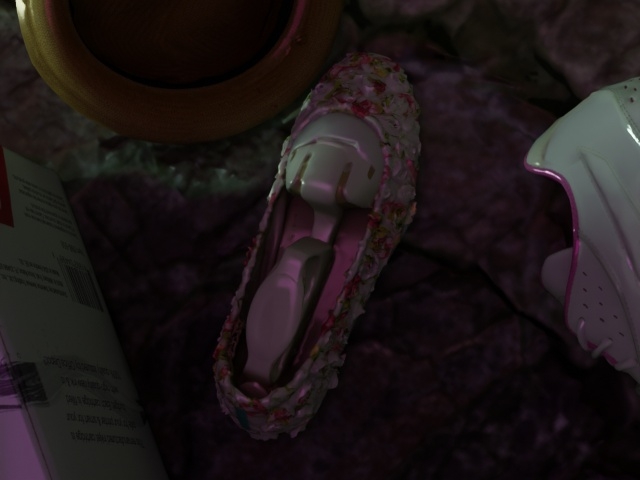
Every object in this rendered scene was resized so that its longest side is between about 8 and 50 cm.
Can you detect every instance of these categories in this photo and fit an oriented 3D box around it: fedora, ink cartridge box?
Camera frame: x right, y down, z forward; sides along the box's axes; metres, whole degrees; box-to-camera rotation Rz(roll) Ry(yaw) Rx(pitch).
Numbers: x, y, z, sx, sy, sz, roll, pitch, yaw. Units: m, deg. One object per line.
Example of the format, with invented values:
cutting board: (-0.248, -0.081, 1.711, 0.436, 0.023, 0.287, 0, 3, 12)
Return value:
fedora: (-0.086, -0.148, 1.029, 0.194, 0.079, 0.194, -1, 95, -16)
ink cartridge box: (-0.183, 0.088, 0.966, 0.114, 0.197, 0.273, -24, 77, 8)

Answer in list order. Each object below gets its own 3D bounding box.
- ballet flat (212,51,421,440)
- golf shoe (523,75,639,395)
ballet flat: (0.000, 0.000, 1.006, 0.091, 0.077, 0.241, 14, 84, 14)
golf shoe: (0.202, 0.052, 0.952, 0.140, 0.115, 0.306, -17, 72, 19)
